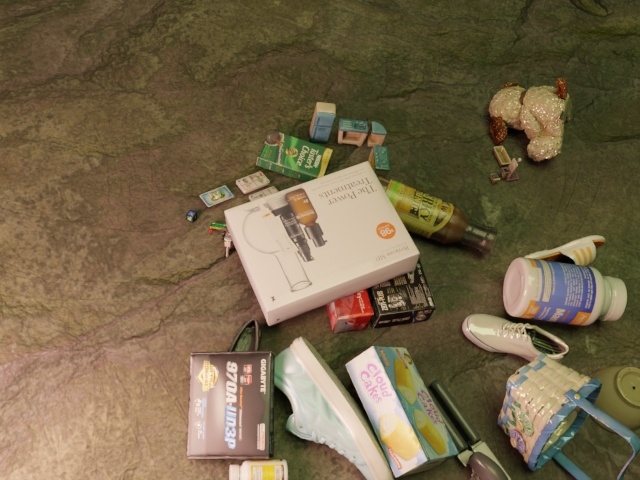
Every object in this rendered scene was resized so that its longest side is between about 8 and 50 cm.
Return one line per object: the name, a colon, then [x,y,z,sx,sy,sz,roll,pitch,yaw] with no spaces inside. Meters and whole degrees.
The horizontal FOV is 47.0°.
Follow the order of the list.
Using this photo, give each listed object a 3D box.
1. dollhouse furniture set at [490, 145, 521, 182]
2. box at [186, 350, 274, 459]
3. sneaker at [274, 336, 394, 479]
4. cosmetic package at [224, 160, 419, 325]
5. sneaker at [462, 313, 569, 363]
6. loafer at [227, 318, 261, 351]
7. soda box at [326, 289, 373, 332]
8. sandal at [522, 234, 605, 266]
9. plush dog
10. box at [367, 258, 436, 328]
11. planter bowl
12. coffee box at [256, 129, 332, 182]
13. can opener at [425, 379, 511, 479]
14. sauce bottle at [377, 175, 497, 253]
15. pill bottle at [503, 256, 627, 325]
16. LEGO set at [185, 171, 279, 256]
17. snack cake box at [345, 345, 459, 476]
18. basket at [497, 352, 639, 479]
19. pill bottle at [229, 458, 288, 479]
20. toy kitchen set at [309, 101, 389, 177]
dollhouse furniture set: [0.517,-0.234,2.089,0.091,0.081,0.114,-9,61,-17]
box: [-0.186,0.344,1.538,0.175,0.051,0.220,-1,74,7]
sneaker: [0.012,0.394,1.587,0.150,0.135,0.366,-37,75,3]
cosmetic package: [0.000,0.000,1.732,0.377,0.097,0.284,-21,65,-12]
sneaker: [0.477,0.229,1.785,0.258,0.091,0.094,17,57,-1]
loafer: [-0.183,0.274,1.625,0.076,0.078,0.223,17,57,0]
soda box: [0.049,0.088,1.788,0.092,0.083,0.263,-6,61,-13]
sandal: [0.631,0.062,1.926,0.265,0.102,0.076,-16,64,-11]
plush dog: [0.606,-0.383,2.158,0.226,0.210,0.262,8,51,25]
box: [0.181,0.112,1.804,0.147,0.077,0.180,-7,60,-16]
planter bowl: [0.720,0.364,1.742,0.162,0.109,0.162,5,58,-8]
coffee box: [-0.068,-0.223,1.983,0.184,0.040,0.113,20,56,1]
can opener: [0.323,0.431,1.624,0.076,0.095,0.283,-24,66,-25]
sauce bottle: [0.289,-0.061,1.917,0.345,0.111,0.111,21,57,1]
pill bottle: [0.611,0.132,1.838,0.272,0.152,0.152,8,57,-6]
LEGO set: [-0.210,-0.068,1.869,0.244,0.060,0.182,-25,54,-26]
snack cake box: [0.176,0.365,1.596,0.152,0.089,0.264,12,46,-53]
basket: [0.535,0.412,1.596,0.201,0.254,0.289,-35,52,-29]
pill bottle: [-0.128,0.484,1.514,0.116,0.065,0.065,3,58,-10]
toy kitchen set: [0.082,-0.264,1.992,0.207,0.122,0.166,4,58,-9]
